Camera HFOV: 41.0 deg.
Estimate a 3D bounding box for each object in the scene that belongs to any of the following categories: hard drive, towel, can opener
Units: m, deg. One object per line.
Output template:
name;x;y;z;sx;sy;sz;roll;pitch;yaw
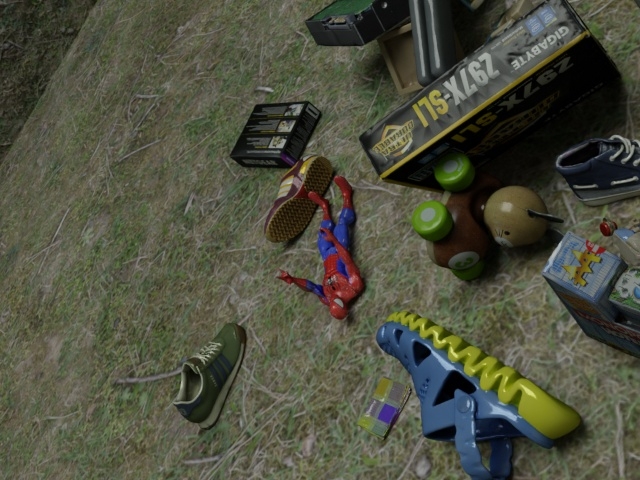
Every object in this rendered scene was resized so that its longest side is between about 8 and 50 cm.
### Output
hard drive;0.155;-0.459;1.541;0.339;0.064;0.237;-35;21;-11
towel;0.090;0.235;1.214;0.060;0.009;0.083;18;74;51
can opener;0.159;-0.383;1.364;0.074;0.093;0.280;-22;75;60

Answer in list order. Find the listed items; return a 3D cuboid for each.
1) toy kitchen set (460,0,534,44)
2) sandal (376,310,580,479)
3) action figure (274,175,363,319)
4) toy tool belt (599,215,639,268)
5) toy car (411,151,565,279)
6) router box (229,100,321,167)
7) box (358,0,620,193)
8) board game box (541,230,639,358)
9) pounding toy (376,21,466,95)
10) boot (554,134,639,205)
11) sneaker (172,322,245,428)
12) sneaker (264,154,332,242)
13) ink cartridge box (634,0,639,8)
toy kitchen set;0.227;-0.328;1.383;0.207;0.166;0.122;-60;14;-27
sandal;0.165;0.193;1.081;0.138;0.126;0.317;-58;36;0
action figure;0.000;0.000;1.402;0.091;0.139;0.280;-32;44;27
toy tool belt;0.392;-0.003;1.063;0.051;0.052;0.083;-21;41;-10
toy car;0.247;-0.018;1.150;0.188;0.155;0.149;15;72;38
router box;-0.094;-0.215;1.743;0.179;0.046;0.133;8;67;50
box;0.241;-0.189;1.197;0.322;0.257;0.079;-34;72;22
board game box;0.336;0.072;0.930;0.194;0.194;0.060;25;80;53
pounding toy;0.168;-0.336;1.493;0.141;0.130;0.100;-13;16;41
boot;0.400;-0.102;1.093;0.190;0.086;0.069;-21;47;35
sneaker;-0.193;0.217;1.465;0.064;0.086;0.192;-8;55;43
sneaker;-0.050;-0.076;1.576;0.185;0.069;0.084;-55;28;-13
ink cartridge box;0.515;-0.325;1.171;0.109;0.062;0.209;-37;40;20
